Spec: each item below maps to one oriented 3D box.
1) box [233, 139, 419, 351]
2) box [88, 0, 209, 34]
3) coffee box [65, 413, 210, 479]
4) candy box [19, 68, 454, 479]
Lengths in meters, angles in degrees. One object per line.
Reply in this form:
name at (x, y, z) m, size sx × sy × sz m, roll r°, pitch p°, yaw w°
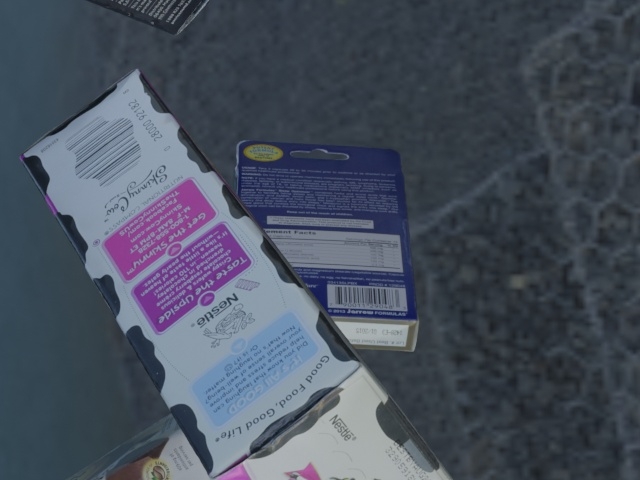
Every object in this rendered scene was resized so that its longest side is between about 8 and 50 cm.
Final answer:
box at (0.000, 0.000, 1.383) m, size 0.225 × 0.136 × 0.037 m, roll -91°, pitch 5°, yaw -53°
box at (-0.178, -0.273, 1.404) m, size 0.108 × 0.207 × 0.153 m, roll -47°, pitch 43°, yaw 31°
coffee box at (-0.207, 0.272, 1.559) m, size 0.119 × 0.297 × 0.168 m, roll 58°, pitch 180°, yaw -3°
candy box at (-0.026, 0.050, 0.766) m, size 0.071 × 0.159 × 0.233 m, roll -38°, pitch 41°, yaw -2°
